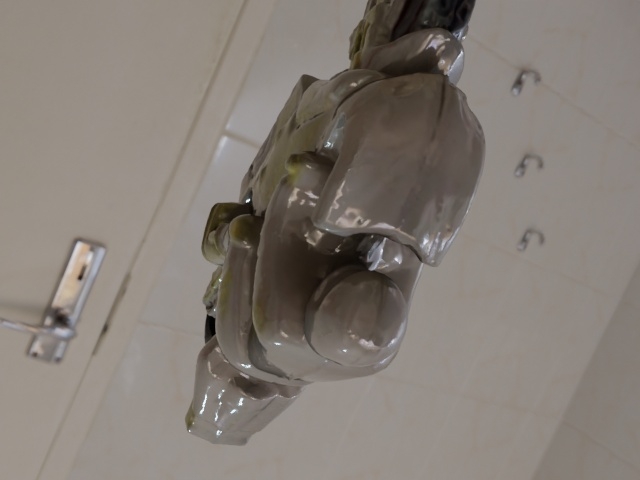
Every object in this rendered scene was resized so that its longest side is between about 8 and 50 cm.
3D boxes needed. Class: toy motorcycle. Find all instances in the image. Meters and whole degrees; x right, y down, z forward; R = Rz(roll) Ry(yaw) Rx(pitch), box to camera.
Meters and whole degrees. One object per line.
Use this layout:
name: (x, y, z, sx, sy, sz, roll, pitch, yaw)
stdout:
toy motorcycle: (0.000, 0.000, 0.467, 0.107, 0.341, 0.223, 18, -139, -20)
